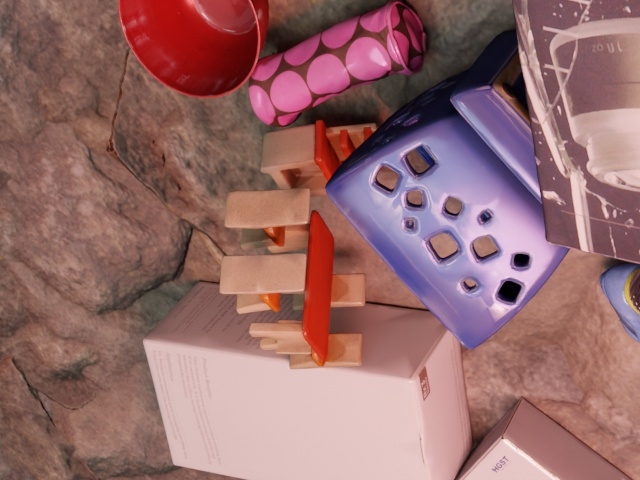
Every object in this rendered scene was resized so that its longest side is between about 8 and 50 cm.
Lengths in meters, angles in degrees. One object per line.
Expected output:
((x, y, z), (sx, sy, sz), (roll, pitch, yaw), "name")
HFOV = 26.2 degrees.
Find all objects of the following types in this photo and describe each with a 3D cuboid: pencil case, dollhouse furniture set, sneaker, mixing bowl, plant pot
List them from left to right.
((-0.127, -0.262, 1.558), (0.181, 0.098, 0.181), (14, 125, 22), "mixing bowl")
((0.000, 0.000, 1.543), (0.135, 0.259, 0.262), (-3, 156, 15), "dollhouse furniture set")
((0.022, -0.194, 1.527), (0.209, 0.098, 0.095), (-16, 66, 36), "pencil case")
((0.182, -0.069, 1.433), (0.236, 0.236, 0.212), (47, 123, -4), "plant pot")
((0.391, 0.103, 1.537), (0.209, 0.069, 0.082), (46, 164, -15), "sneaker")

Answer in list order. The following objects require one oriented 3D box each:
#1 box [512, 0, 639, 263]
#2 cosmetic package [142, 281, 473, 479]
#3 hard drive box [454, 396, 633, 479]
((0.419, -0.213, 1.074), (0.480, 0.297, 0.472), (13, 137, 33), "box")
((-0.014, 0.196, 1.758), (0.385, 0.156, 0.217), (7, 123, 24), "cosmetic package")
((0.286, 0.338, 1.721), (0.232, 0.089, 0.181), (37, 130, 3), "hard drive box")
